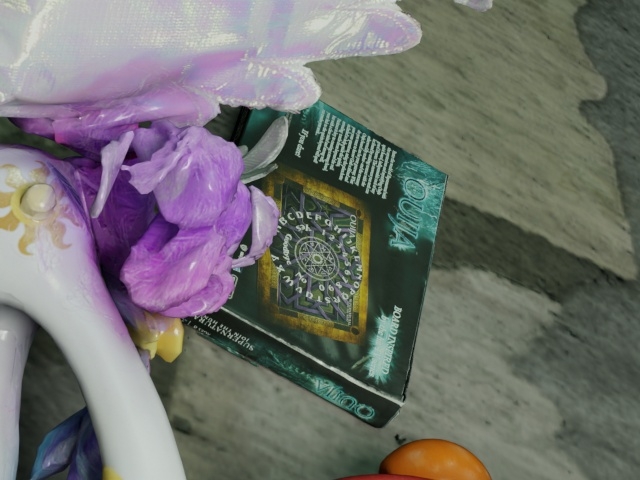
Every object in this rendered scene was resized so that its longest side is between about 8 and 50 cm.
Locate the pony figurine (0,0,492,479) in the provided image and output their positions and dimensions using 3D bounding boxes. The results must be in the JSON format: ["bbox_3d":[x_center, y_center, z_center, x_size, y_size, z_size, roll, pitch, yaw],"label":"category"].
[{"bbox_3d":[-0.131,-0.008,0.670,0.351,0.303,0.364,4,66,-24],"label":"pony figurine"}]

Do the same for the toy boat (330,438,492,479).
[{"bbox_3d":[0.062,0.147,0.746,0.231,0.151,0.151,11,33,-30],"label":"toy boat"}]

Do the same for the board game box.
[{"bbox_3d":[0.000,0.000,0.914,0.126,0.026,0.186,30,41,-12],"label":"board game box"}]
